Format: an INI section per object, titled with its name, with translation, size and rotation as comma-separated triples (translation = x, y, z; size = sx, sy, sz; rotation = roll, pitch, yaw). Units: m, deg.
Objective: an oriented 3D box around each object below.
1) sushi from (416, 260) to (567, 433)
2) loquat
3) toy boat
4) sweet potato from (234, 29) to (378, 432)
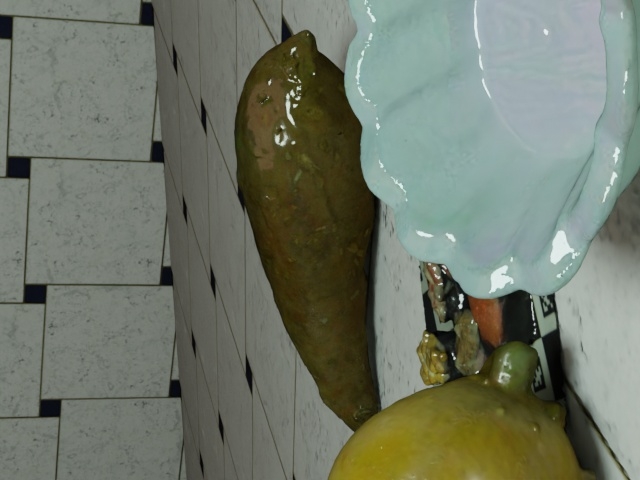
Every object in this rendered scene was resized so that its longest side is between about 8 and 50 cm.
[sushi]
translation = 0.097, 0.044, 0.896
size = 0.279, 0.043, 0.193
rotation = 178, 84, -77
[loquat]
translation = 0.089, 0.157, 0.747
size = 0.149, 0.172, 0.205
rotation = 34, 102, 50
[toy boat]
translation = 0.098, -0.120, 0.602
size = 0.199, 0.100, 0.290
rotation = 14, 114, 51
[sweet potato]
translation = -0.003, 0.001, 1.156
size = 0.130, 0.130, 0.423
rotation = -123, 23, -62
